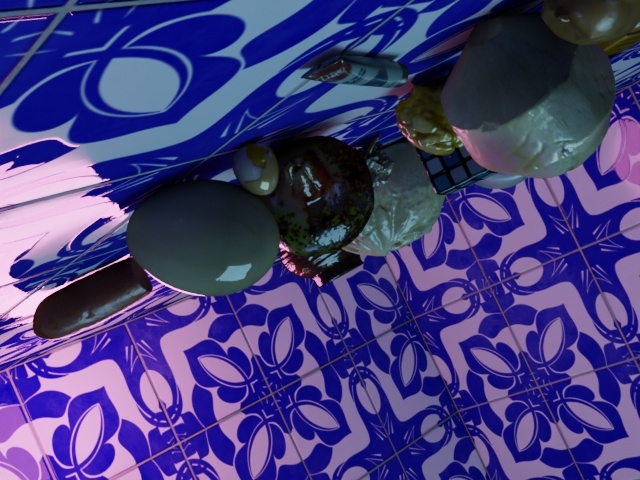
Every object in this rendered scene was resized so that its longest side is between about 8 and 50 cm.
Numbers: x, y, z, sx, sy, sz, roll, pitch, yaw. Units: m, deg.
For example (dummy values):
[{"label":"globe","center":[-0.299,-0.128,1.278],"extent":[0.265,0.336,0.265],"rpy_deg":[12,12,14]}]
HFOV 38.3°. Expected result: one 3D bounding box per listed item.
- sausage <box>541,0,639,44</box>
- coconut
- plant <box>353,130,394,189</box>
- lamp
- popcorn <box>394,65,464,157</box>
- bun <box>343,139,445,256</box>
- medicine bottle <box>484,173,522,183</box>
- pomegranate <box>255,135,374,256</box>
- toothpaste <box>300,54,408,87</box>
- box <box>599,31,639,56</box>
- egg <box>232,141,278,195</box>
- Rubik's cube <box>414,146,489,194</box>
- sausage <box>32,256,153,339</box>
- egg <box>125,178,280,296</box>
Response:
[{"label":"sausage","center":[0.404,-0.339,1.262],"extent":[0.241,0.120,0.136],"rpy_deg":[-23,172,-37]},{"label":"coconut","center":[0.308,-0.227,1.380],"extent":[0.259,0.259,0.259],"rpy_deg":[-25,176,-2]},{"label":"plant","center":[0.098,-0.165,1.898],"extent":[0.116,0.104,0.122],"rpy_deg":[-48,163,-32]},{"label":"lamp","center":[0.000,0.000,2.437],"extent":[0.247,0.247,0.247],"rpy_deg":[-25,176,-2]},{"label":"popcorn","center":[0.201,-0.215,1.563],"extent":[0.149,0.152,0.167],"rpy_deg":[2,-155,10]},{"label":"bun","center":[0.162,-0.091,2.223],"extent":[0.349,0.227,0.352],"rpy_deg":[-27,178,-3]},{"label":"medicine bottle","center":[0.400,-0.223,2.073],"extent":[0.211,0.211,0.371],"rpy_deg":[-26,176,9]},{"label":"pomegranate","center":[-0.017,-0.087,1.537],"extent":[0.214,0.214,0.248],"rpy_deg":[-25,159,0]},{"label":"toothpaste","center":[0.054,-0.225,1.224],"extent":[0.062,0.039,0.239],"rpy_deg":[-20,177,29]},{"label":"box","center":[0.541,-0.387,1.856],"extent":[0.152,0.070,0.237],"rpy_deg":[-21,172,-44]},{"label":"egg","center":[-0.099,-0.110,1.431],"extent":[0.071,0.083,0.071],"rpy_deg":[-23,-179,0]},{"label":"Rubik's cube","center":[0.284,-0.206,1.794],"extent":[0.182,0.187,0.184],"rpy_deg":[-26,173,17]},{"label":"sausage","center":[-0.492,0.130,1.959],"extent":[0.259,0.113,0.113],"rpy_deg":[-26,176,-1]},{"label":"egg","center":[-0.185,-0.005,1.458],"extent":[0.242,0.185,0.186],"rpy_deg":[9,170,-7]}]
